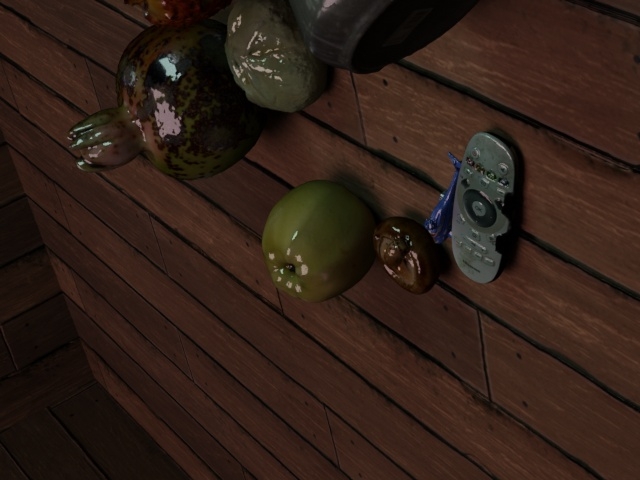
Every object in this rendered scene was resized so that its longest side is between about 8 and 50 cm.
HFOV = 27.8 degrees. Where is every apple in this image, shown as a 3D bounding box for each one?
[{"bbox_3d":[0.000,0.000,2.061,0.200,0.200,0.200,45,153,31],"label":"apple"}]

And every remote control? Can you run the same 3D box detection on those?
[{"bbox_3d":[0.223,-0.041,1.724,0.097,0.045,0.256,36,145,27],"label":"remote control"}]

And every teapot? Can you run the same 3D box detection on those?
[{"bbox_3d":[0.018,-0.375,1.489,0.344,0.253,0.300,57,151,14],"label":"teapot"}]

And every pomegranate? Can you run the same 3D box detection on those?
[{"bbox_3d":[-0.258,-0.216,2.129,0.285,0.340,0.285,50,156,32],"label":"pomegranate"}]

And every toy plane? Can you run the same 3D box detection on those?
[{"bbox_3d":[0.176,-0.054,1.788,0.054,0.062,0.167,47,143,29],"label":"toy plane"}]

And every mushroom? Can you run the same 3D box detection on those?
[{"bbox_3d":[0.126,0.024,1.942,0.127,0.087,0.127,43,148,37],"label":"mushroom"}]

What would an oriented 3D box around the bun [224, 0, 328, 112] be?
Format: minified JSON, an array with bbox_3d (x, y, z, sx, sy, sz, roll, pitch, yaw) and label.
[{"bbox_3d":[-0.078,-0.286,1.967,0.195,0.118,0.195,47,152,35],"label":"bun"}]

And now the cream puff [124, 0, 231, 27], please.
[{"bbox_3d":[-0.181,-0.462,1.810,0.350,0.228,0.351,-173,90,-76],"label":"cream puff"}]
